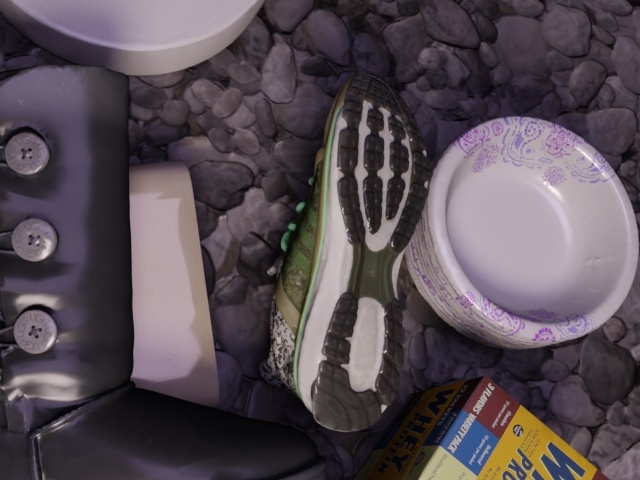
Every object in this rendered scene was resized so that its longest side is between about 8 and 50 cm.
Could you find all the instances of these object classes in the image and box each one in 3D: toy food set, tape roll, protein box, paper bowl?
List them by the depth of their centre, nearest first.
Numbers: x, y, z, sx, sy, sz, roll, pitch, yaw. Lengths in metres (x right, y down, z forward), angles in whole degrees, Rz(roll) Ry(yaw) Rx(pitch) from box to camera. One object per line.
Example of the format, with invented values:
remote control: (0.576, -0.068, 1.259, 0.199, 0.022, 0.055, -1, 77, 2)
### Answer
protein box: (0.177, 0.273, 0.846, 0.200, 0.201, 0.136, 40, 67, -2)
toy food set: (-0.243, 0.064, 0.859, 0.220, 0.092, 0.306, -7, 85, -18)
paper bowl: (0.242, -0.002, 0.978, 0.284, 0.148, 0.284, 5, 72, -16)
tape roll: (-0.250, -0.402, 0.996, 0.392, 0.072, 0.392, 5, 73, -16)

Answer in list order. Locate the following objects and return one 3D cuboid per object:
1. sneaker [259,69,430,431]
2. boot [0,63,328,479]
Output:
sneaker: (0.000, 0.000, 0.883, 0.158, 0.182, 0.410, 21, 74, -43)
boot: (-0.196, 0.051, 0.751, 0.367, 0.146, 0.445, -5, 80, -13)
